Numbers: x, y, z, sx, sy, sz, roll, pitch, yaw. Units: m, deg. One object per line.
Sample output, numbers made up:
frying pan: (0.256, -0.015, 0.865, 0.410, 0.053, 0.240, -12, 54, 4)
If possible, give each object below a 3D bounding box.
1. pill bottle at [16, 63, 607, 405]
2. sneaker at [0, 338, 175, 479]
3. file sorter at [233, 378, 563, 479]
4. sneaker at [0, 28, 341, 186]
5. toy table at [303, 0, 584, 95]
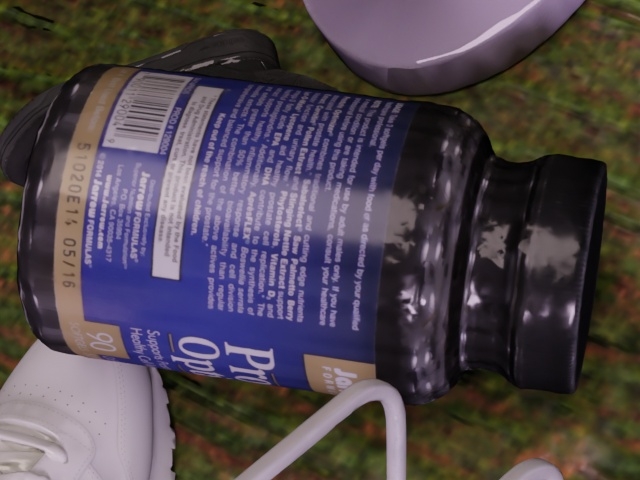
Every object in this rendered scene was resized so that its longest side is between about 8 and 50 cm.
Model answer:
pill bottle: (0.000, 0.000, 0.796, 0.219, 0.123, 0.122, 8, 67, 11)
sneaker: (-0.133, 0.130, 0.814, 0.090, 0.095, 0.235, 7, 65, 28)
file sorter: (0.078, 0.191, 0.599, 0.278, 0.173, 0.193, 23, 40, 30)
sneaker: (-0.065, -0.041, 0.900, 0.170, 0.051, 0.089, -22, 53, 7)
toy table: (0.051, -0.221, 0.883, 0.252, 0.161, 0.274, -3, 64, 22)
